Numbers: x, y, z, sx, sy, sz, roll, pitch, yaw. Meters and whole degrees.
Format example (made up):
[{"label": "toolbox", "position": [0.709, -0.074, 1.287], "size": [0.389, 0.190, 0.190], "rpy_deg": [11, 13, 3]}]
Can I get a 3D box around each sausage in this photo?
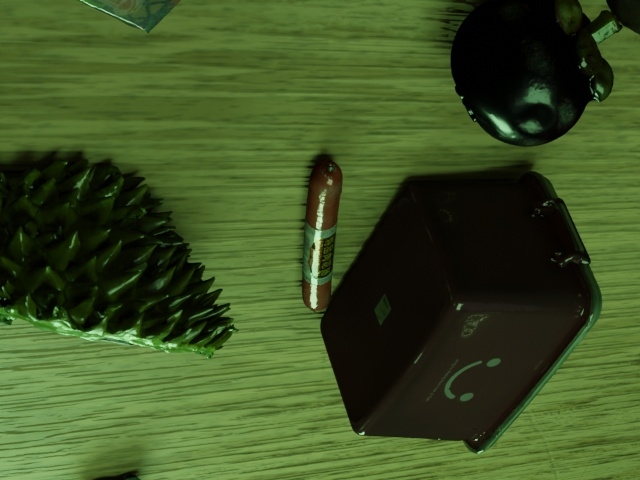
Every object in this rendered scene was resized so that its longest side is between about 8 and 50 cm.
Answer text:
[{"label": "sausage", "position": [0.000, 0.000, 1.576], "size": [0.034, 0.034, 0.253], "rpy_deg": [-17, 148, -14]}]

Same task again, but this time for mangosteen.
[{"label": "mangosteen", "position": [0.189, -0.154, 1.387], "size": [0.151, 0.137, 0.137], "rpy_deg": [-25, 149, 9]}]

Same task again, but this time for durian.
[{"label": "durian", "position": [-0.198, 0.057, 1.408], "size": [0.198, 0.163, 0.394], "rpy_deg": [-34, 154, 17]}]

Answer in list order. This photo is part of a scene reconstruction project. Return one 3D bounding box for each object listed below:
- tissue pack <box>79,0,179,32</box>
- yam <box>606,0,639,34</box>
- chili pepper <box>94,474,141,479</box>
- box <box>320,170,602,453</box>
[{"label": "tissue pack", "position": [-0.117, -0.224, 1.128], "size": [0.148, 0.060, 0.109], "rpy_deg": [-42, 141, 24]}, {"label": "yam", "position": [0.323, -0.278, 1.311], "size": [0.131, 0.131, 0.279], "rpy_deg": [-12, 148, -22]}, {"label": "chili pepper", "position": [-0.252, 0.353, 1.906], "size": [0.088, 0.059, 0.227], "rpy_deg": [-8, 149, -19]}, {"label": "box", "position": [0.130, 0.074, 1.642], "size": [0.168, 0.193, 0.294], "rpy_deg": [4, 139, -27]}]
